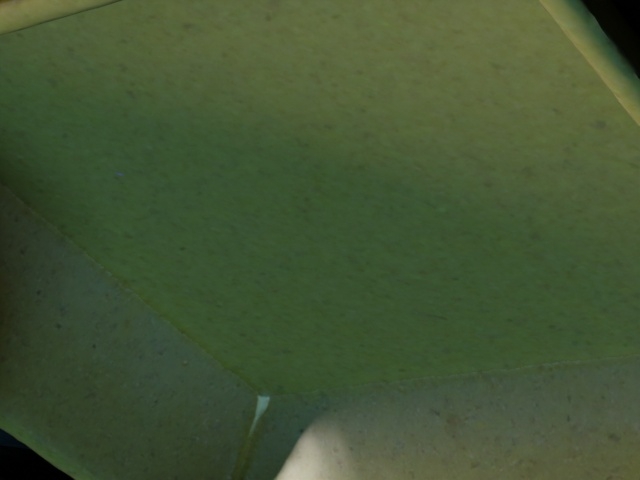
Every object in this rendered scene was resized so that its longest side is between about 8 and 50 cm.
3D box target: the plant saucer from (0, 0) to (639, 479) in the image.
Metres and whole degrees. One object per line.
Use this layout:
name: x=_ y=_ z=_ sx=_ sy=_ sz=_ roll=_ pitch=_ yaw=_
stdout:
plant saucer: x=0.000 y=0.000 z=0.611 sx=0.333 sy=0.081 sz=0.333 roll=-10 pitch=143 yaw=36

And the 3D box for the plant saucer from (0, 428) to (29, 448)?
plant saucer: x=-0.207 y=0.068 z=0.881 sx=0.192 sy=0.018 sz=0.067 roll=6 pitch=149 yaw=16
